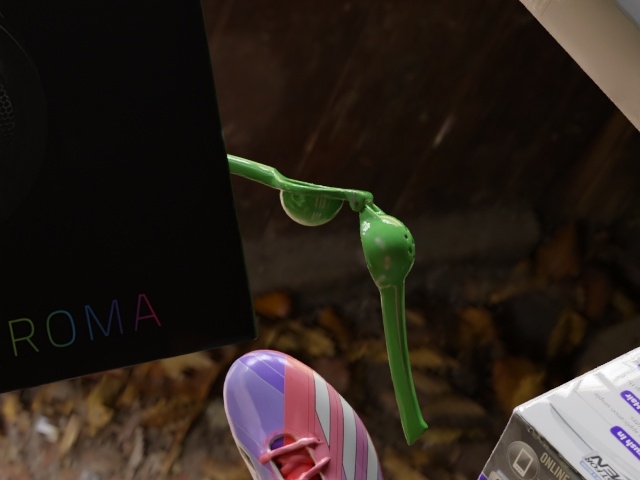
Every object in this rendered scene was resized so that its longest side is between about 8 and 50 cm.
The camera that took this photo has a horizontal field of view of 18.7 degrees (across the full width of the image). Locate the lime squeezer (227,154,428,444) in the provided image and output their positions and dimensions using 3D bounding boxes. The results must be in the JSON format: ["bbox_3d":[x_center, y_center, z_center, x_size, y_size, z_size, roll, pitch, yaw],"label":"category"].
[{"bbox_3d":[0.000,0.000,1.442,0.310,0.110,0.059,45,28,6],"label":"lime squeezer"}]

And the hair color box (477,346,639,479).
[{"bbox_3d":[0.320,0.186,1.680,0.339,0.110,0.185,-19,54,-41],"label":"hair color box"}]

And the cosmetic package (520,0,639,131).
[{"bbox_3d":[0.234,-0.176,1.363,0.127,0.107,0.238,-40,80,-21],"label":"cosmetic package"}]

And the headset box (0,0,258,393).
[{"bbox_3d":[-0.173,-0.084,0.736,0.246,0.131,0.283,-11,99,-13],"label":"headset box"}]

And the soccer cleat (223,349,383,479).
[{"bbox_3d":[0.006,0.185,1.232,0.248,0.083,0.095,65,18,0],"label":"soccer cleat"}]
